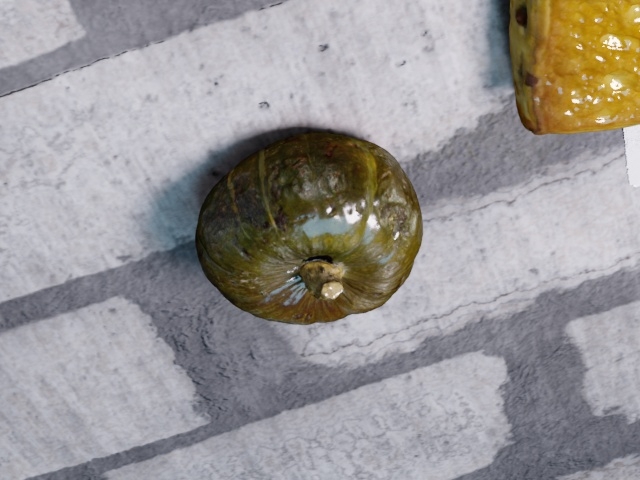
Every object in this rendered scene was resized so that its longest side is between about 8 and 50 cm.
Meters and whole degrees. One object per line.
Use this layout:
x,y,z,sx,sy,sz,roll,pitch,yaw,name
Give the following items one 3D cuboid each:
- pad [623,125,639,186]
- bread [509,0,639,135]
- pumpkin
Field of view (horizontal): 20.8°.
0.377,-0.138,1.744,0.156,0.004,0.232,-16,144,3,pad
0.285,-0.196,1.564,0.235,0.099,0.210,-7,142,0,bread
0.000,0.000,1.675,0.219,0.162,0.219,-7,140,-6,pumpkin
